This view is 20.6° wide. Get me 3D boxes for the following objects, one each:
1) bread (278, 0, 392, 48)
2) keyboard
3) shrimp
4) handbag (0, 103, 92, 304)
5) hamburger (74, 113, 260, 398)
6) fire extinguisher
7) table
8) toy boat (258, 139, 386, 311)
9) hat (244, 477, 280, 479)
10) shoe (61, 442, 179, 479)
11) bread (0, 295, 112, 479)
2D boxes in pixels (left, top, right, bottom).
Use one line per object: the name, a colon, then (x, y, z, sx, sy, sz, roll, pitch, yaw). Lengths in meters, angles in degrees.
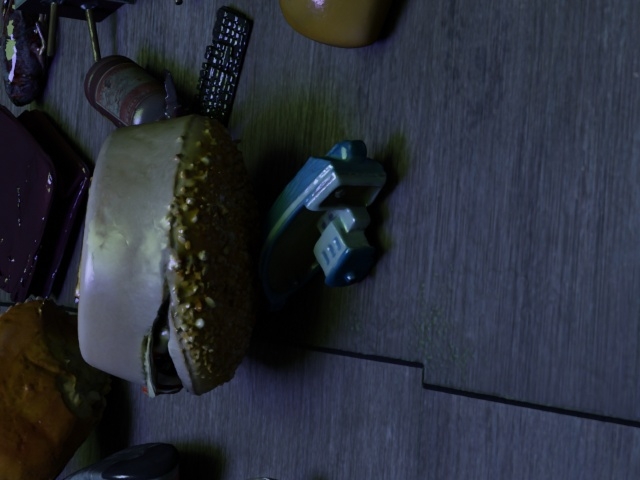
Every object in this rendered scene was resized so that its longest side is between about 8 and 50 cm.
bread: (0.024, -0.300, 1.747, 0.147, 0.098, 0.217, 36, 116, 44)
keyboard: (-0.120, -0.164, 1.984, 0.060, 0.018, 0.196, 31, 112, 46)
shrimp: (-0.385, -0.270, 2.295, 0.074, 0.073, 0.190, -2, 97, 9)
handbag: (-0.382, -0.046, 2.269, 0.203, 0.074, 0.216, 43, 122, 45)
hamburger: (-0.147, 0.015, 1.813, 0.302, 0.170, 0.302, 7, -90, -87)
fire extinguisher: (-0.202, -0.154, 1.995, 0.075, 0.106, 0.252, -40, 33, -7)
table: (-0.250, -0.298, 2.078, 0.240, 0.121, 0.111, -27, 67, 49)
toy boat: (0.000, 0.000, 1.759, 0.215, 0.088, 0.102, -52, 52, 39)
hat: (-0.039, 0.343, 1.814, 0.166, 0.144, 0.173, 34, 159, 20)
shoe: (-0.219, 0.312, 2.015, 0.291, 0.114, 0.137, -21, 92, 61)
bread: (-0.352, 0.192, 2.087, 0.250, 0.179, 0.133, -61, 6, -35)
